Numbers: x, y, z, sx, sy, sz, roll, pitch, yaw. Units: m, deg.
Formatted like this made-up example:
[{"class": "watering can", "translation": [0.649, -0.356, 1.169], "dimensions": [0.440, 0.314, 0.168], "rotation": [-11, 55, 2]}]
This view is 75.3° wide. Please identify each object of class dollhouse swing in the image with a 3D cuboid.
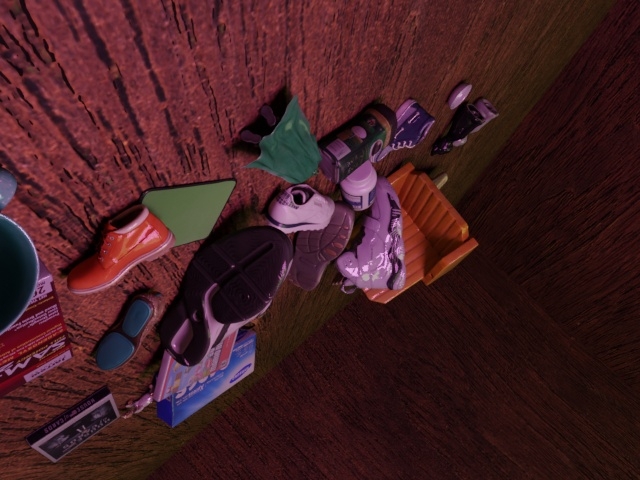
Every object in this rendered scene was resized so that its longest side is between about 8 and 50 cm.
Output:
[{"class": "dollhouse swing", "translation": [0.249, -0.002, 1.382], "dimensions": [0.305, 0.346, 0.315], "rotation": [-28, 162, -14]}]

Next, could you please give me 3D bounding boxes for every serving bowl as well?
[{"class": "serving bowl", "translation": [0.403, -0.428, 1.216], "dimensions": [0.083, 0.027, 0.083], "rotation": [-40, 164, -14]}]

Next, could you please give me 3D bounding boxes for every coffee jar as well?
[{"class": "coffee jar", "translation": [0.080, -0.208, 0.881], "dimensions": [0.184, 0.079, 0.096], "rotation": [-38, 161, -16]}]

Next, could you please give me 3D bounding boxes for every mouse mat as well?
[{"class": "mouse mat", "translation": [-0.231, -0.037, 0.686], "dimensions": [0.190, 0.007, 0.152], "rotation": [-22, 154, -55]}]

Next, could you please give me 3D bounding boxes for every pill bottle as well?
[{"class": "pill bottle", "translation": [0.095, -0.147, 1.055], "dimensions": [0.094, 0.094, 0.169], "rotation": [-42, 165, -7]}]

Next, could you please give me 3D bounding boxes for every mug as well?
[{"class": "mug", "translation": [-0.334, 0.018, 0.369], "dimensions": [0.157, 0.098, 0.129], "rotation": [-55, 146, -43]}]

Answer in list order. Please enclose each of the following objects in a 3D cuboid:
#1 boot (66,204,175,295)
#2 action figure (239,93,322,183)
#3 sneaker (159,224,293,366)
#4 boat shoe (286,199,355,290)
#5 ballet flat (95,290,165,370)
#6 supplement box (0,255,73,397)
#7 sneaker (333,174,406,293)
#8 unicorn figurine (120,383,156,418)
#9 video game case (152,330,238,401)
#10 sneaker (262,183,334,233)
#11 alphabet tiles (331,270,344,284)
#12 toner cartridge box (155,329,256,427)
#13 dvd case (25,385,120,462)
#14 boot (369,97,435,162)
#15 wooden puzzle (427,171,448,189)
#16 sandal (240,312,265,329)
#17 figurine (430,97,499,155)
[{"class": "boot", "translation": [-0.294, 0.010, 0.581], "dimensions": [0.158, 0.059, 0.084], "rotation": [-36, 146, -14]}, {"class": "action figure", "translation": [-0.051, -0.153, 0.726], "dimensions": [0.137, 0.063, 0.232], "rotation": [-47, 161, 6]}, {"class": "sneaker", "translation": [-0.175, 0.091, 0.952], "dimensions": [0.447, 0.169, 0.257], "rotation": [-44, 176, 32]}, {"class": "boat shoe", "translation": [0.000, 0.000, 1.198], "dimensions": [0.355, 0.132, 0.130], "rotation": [-56, -177, 44]}, {"class": "ballet flat", "translation": [-0.362, 0.175, 0.805], "dimensions": [0.206, 0.073, 0.067], "rotation": [-46, 179, 21]}, {"class": "supplement box", "translation": [-0.401, 0.110, 0.517], "dimensions": [0.130, 0.073, 0.239], "rotation": [-32, 162, -38]}, {"class": "sneaker", "translation": [0.137, -0.009, 1.271], "dimensions": [0.211, 0.365, 0.137], "rotation": [-10, -169, -7]}, {"class": "unicorn figurine", "translation": [-0.514, 0.477, 1.252], "dimensions": [0.162, 0.060, 0.111], "rotation": [-20, 157, -20]}, {"class": "video game case", "translation": [-0.329, 0.303, 1.158], "dimensions": [0.285, 0.025, 0.203], "rotation": [-8, 118, -65]}, {"class": "sneaker", "translation": [-0.027, -0.082, 0.947], "dimensions": [0.235, 0.090, 0.094], "rotation": [-22, 144, -57]}, {"class": "alphabet tiles", "translation": [0.139, 0.063, 1.652], "dimensions": [0.277, 0.021, 0.284], "rotation": [-55, -174, -12]}, {"class": "toner cartridge box", "translation": [-0.355, 0.422, 1.332], "dimensions": [0.348, 0.075, 0.165], "rotation": [-24, 127, -52]}, {"class": "dvd case", "translation": [-0.597, 0.458, 1.026], "dimensions": [0.179, 0.029, 0.238], "rotation": [-32, 160, -35]}, {"class": "boot", "translation": [0.201, -0.255, 1.050], "dimensions": [0.069, 0.086, 0.190], "rotation": [-25, 156, -51]}, {"class": "wooden puzzle", "translation": [0.365, -0.157, 1.723], "dimensions": [0.322, 0.080, 0.348], "rotation": [-52, 165, 29]}, {"class": "sandal", "translation": [-0.244, 0.276, 1.397], "dimensions": [0.072, 0.049, 0.180], "rotation": [-51, 163, 25]}, {"class": "figurine", "translation": [0.506, -0.395, 1.485], "dimensions": [0.215, 0.092, 0.209], "rotation": [-30, 168, -43]}]
